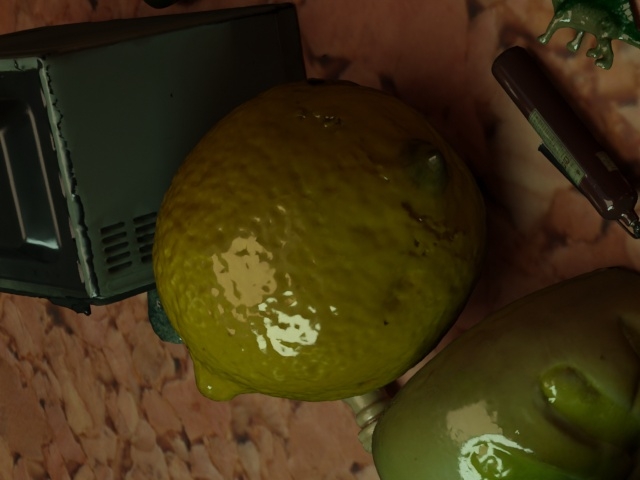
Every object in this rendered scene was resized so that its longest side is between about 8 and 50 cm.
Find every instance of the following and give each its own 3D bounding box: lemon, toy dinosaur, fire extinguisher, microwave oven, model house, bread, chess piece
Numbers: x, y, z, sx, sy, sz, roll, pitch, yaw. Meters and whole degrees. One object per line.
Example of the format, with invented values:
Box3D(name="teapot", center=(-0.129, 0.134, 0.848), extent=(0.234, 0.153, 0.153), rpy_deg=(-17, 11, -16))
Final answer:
Box3D(name="lemon", center=(-0.007, 0.005, 1.067), extent=(0.253, 0.228, 0.228), rpy_deg=(-36, 72, 11))
Box3D(name="toy dinosaur", center=(0.186, -0.144, 0.950), extent=(0.120, 0.029, 0.060), rpy_deg=(28, 114, 41))
Box3D(name="fire extinguisher", center=(0.172, -0.057, 0.995), extent=(0.173, 0.035, 0.049), rpy_deg=(56, 137, 23))
Box3D(name="microwave oven", center=(-0.213, -0.071, 1.268), extent=(0.355, 0.286, 0.218), rpy_deg=(4, 109, 46))
Box3D(name="model house", center=(-0.113, 0.067, 1.357), extent=(0.066, 0.083, 0.078), rpy_deg=(7, 109, 48))
Box3D(name="bread", center=(0.132, 0.139, 1.026), extent=(0.158, 0.156, 0.260), rpy_deg=(58, 141, 19))
Box3D(name="chess piece", center=(0.058, 0.162, 1.212), extent=(0.172, 0.060, 0.060), rpy_deg=(60, 141, 18))

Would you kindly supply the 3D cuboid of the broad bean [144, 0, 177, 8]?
Box3D(name="broad bean", center=(-0.090, -0.262, 1.223), extent=(0.053, 0.052, 0.256), rpy_deg=(35, 145, -21))
